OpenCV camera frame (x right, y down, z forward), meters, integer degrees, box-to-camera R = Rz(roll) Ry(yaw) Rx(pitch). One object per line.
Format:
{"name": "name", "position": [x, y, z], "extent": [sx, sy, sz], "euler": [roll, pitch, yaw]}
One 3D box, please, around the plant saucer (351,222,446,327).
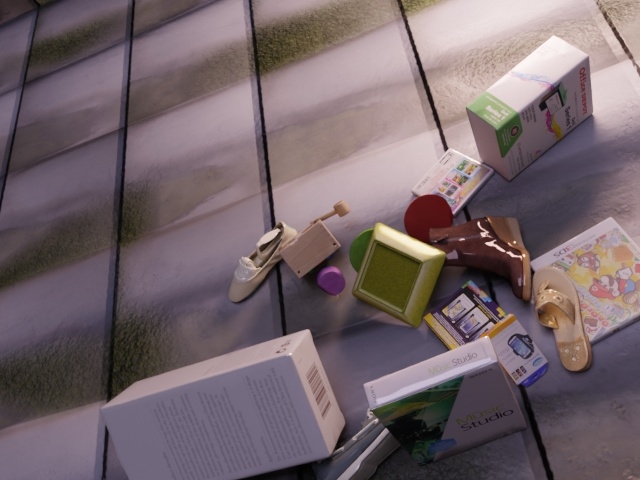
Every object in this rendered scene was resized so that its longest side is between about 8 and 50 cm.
{"name": "plant saucer", "position": [0.164, 0.079, 1.576], "extent": [0.188, 0.045, 0.188], "euler": [26, 106, 29]}

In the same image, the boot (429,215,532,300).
{"name": "boot", "position": [0.351, 0.048, 1.543], "extent": [0.207, 0.090, 0.248], "euler": [-9, 43, 10]}

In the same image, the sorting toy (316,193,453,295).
{"name": "sorting toy", "position": [0.143, -0.001, 1.699], "extent": [0.365, 0.127, 0.126], "euler": [-34, 21, 4]}

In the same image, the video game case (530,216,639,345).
{"name": "video game case", "position": [0.587, 0.081, 1.461], "extent": [0.206, 0.026, 0.227], "euler": [-30, 51, 4]}

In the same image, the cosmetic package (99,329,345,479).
{"name": "cosmetic package", "position": [-0.204, 0.372, 1.473], "extent": [0.453, 0.161, 0.230], "euler": [-18, 97, 16]}

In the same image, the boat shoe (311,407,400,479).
{"name": "boat shoe", "position": [0.111, 0.387, 1.424], "extent": [0.319, 0.116, 0.099], "euler": [-46, 54, -2]}

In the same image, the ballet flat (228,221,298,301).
{"name": "ballet flat", "position": [-0.161, 0.049, 1.800], "extent": [0.248, 0.086, 0.086], "euler": [-47, 52, -9]}

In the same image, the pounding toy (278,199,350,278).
{"name": "pounding toy", "position": [0.004, -0.004, 1.742], "extent": [0.206, 0.181, 0.094], "euler": [-38, 95, -1]}

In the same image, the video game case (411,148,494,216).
{"name": "video game case", "position": [0.329, -0.146, 1.740], "extent": [0.157, 0.019, 0.143], "euler": [-47, 52, -10]}

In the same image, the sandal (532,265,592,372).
{"name": "sandal", "position": [0.477, 0.146, 1.411], "extent": [0.088, 0.079, 0.240], "euler": [-33, 53, 32]}

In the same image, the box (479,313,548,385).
{"name": "box", "position": [0.396, 0.226, 1.414], "extent": [0.081, 0.028, 0.136], "euler": [-37, 94, -1]}

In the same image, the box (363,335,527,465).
{"name": "box", "position": [0.239, 0.307, 1.282], "extent": [0.232, 0.322, 0.058], "euler": [-24, 48, 10]}

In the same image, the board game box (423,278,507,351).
{"name": "board game box", "position": [0.328, 0.189, 1.497], "extent": [0.141, 0.048, 0.170], "euler": [-39, 51, 0]}

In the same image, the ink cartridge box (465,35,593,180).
{"name": "ink cartridge box", "position": [0.500, -0.310, 1.650], "extent": [0.278, 0.201, 0.117], "euler": [-39, 51, -4]}
